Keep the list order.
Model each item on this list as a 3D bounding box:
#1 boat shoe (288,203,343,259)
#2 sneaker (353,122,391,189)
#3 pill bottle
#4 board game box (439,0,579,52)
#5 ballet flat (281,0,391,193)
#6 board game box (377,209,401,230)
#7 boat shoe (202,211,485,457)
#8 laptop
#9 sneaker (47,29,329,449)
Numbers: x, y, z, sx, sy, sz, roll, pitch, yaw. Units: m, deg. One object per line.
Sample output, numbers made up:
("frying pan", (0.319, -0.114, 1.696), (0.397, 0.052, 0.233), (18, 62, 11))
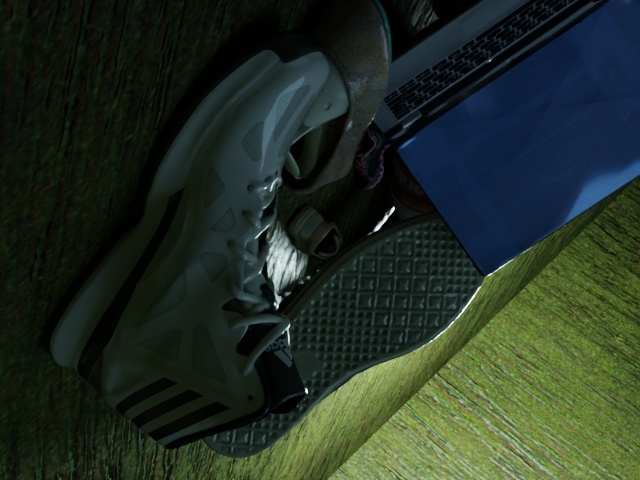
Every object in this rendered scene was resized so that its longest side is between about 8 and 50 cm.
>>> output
("boat shoe", (0.000, 0.000, 1.802), (0.063, 0.059, 0.170), (-50, 164, 0))
("sneaker", (0.062, -0.116, 1.747), (0.057, 0.047, 0.119), (-25, 145, -42))
("pill bottle", (0.165, -0.108, 1.890), (0.121, 0.121, 0.216), (-43, 162, -23))
("board game box", (0.344, -0.355, 1.758), (0.318, 0.066, 0.319), (-37, 168, 18))
("ballet flat", (0.003, -0.145, 1.408), (0.106, 0.107, 0.316), (-33, 158, -24))
("board game box", (0.173, -0.015, 2.041), (0.347, 0.056, 0.208), (-51, -158, 5))
("boat shoe", (0.023, 0.124, 1.873), (0.500, 0.187, 0.156), (-38, -168, 2))
("laptop", (0.283, -0.169, 1.608), (0.382, 0.236, 0.408), (-34, 168, 6))
("sneaker", (-0.068, 0.025, 1.308), (0.447, 0.257, 0.169), (-55, 163, 18))
